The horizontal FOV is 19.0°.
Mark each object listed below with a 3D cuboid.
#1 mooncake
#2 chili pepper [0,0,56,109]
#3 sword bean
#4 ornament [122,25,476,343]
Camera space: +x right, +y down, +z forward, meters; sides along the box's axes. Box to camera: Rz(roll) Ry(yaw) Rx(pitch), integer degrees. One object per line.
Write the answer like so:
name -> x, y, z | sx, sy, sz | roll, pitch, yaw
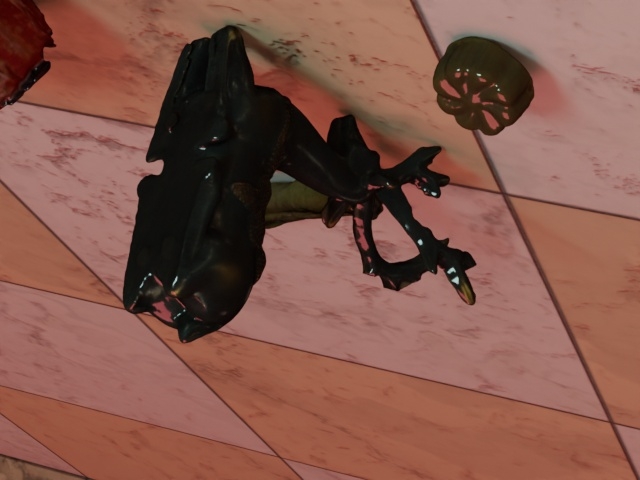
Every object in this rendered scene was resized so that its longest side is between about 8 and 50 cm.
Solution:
mooncake -> -0.047, -0.144, 1.072 | 0.347, 0.057, 0.150 | 9, 138, 6
chili pepper -> -0.296, -0.167, 1.187 | 0.253, 0.136, 0.144 | 40, -160, -25
sword bean -> -0.043, -0.023, 1.434 | 0.043, 0.038, 0.269 | 54, 150, -17
ornament -> 0.000, 0.000, 1.201 | 0.236, 0.202, 0.080 | 28, 151, -35
